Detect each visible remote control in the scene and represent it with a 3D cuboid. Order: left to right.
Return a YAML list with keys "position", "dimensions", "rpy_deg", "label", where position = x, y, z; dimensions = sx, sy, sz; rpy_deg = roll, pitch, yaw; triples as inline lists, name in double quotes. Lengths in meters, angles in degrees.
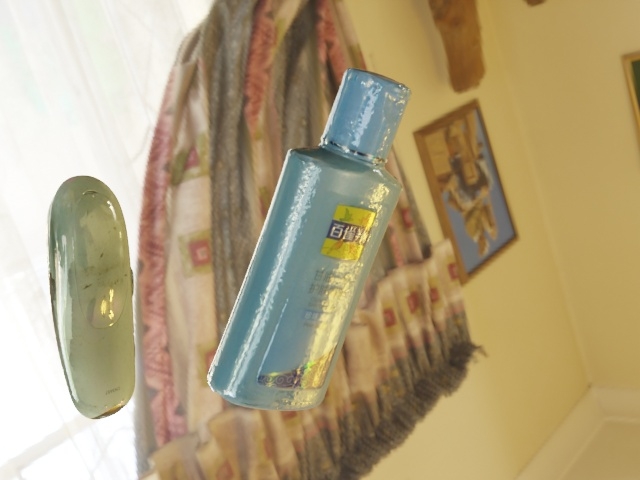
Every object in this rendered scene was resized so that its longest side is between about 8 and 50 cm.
- position: [-0.230, 0.060, 0.891]
  dimensions: [0.045, 0.256, 0.097]
  rpy_deg: [6, -165, 41]
  label: "remote control"

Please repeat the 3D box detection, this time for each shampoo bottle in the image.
- position: [0.000, 0.000, 0.644]
  dimensions: [0.103, 0.259, 0.061]
  rpy_deg: [11, -167, -41]
  label: "shampoo bottle"
